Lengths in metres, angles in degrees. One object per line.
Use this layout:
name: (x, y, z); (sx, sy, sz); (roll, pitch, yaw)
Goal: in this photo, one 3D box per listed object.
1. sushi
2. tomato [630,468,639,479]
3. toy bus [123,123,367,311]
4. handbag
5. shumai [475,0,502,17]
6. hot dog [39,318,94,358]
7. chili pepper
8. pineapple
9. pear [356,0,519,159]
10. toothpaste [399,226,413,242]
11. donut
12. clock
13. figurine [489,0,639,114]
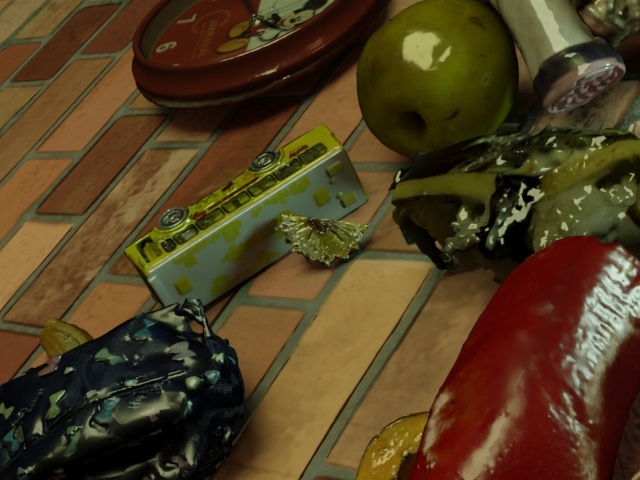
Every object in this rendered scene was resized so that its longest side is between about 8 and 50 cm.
sushi: (0.187, -0.011, 1.035); (0.291, 0.139, 0.131); (-3, 51, 46)
tomato: (0.250, 0.201, 0.593); (0.298, 0.226, 0.298); (-29, 21, 12)
toy bus: (-0.068, -0.016, 1.270); (0.226, 0.081, 0.074); (-32, 38, -9)
handbag: (-0.177, 0.158, 1.087); (0.260, 0.113, 0.162); (-27, 27, 8)
shumai: (0.208, -0.314, 1.386); (0.218, 0.189, 0.256); (-54, 17, -3)
hot dog: (-0.226, 0.107, 1.266); (0.137, 0.028, 0.044); (28, 89, 55)
chili pepper: (0.120, 0.148, 0.855); (0.134, 0.131, 0.338); (-10, 39, 43)
pineapple: (0.000, 0.000, 1.221); (0.083, 0.019, 0.045); (10, 89, 9)
pear: (0.108, -0.152, 1.249); (0.149, 0.149, 0.162); (-3, 47, 35)
toothpaste: (0.108, -0.023, 1.194); (0.083, 0.019, 0.027); (-27, 50, 11)
donut: (0.062, 0.165, 0.961); (0.067, 0.038, 0.083); (-6, 45, 29)
clock: (-0.073, -0.252, 1.583); (0.318, 0.080, 0.318); (-17, 33, 11)
figurine: (0.318, -0.258, 1.168); (0.361, 0.211, 0.253); (-20, 34, 17)
